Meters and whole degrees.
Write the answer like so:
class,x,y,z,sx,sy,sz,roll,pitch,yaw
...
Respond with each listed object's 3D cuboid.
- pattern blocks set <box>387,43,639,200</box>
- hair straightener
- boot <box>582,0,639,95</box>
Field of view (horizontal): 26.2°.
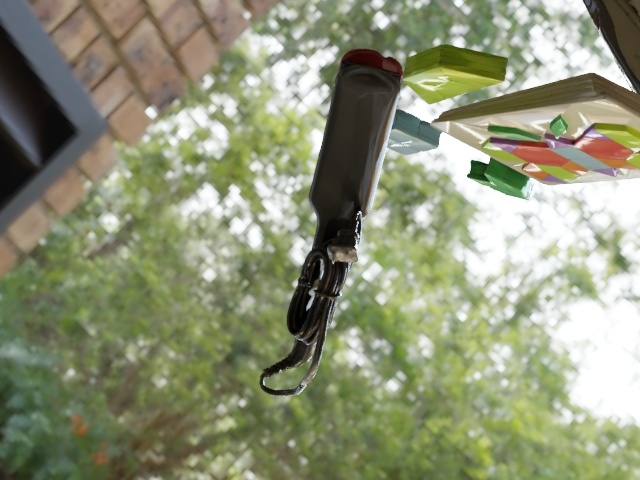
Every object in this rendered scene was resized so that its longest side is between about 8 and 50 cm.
class,x,y,z,sx,sy,sz,roll,pitch,yaw
pattern blocks set,0.185,-0.072,0.976,0.285,0.026,0.325,19,-13,-20
hair straightener,0.000,0.000,0.846,0.047,0.230,0.089,19,19,-2
boot,0.363,-0.268,1.200,0.138,0.284,0.377,44,24,-47
